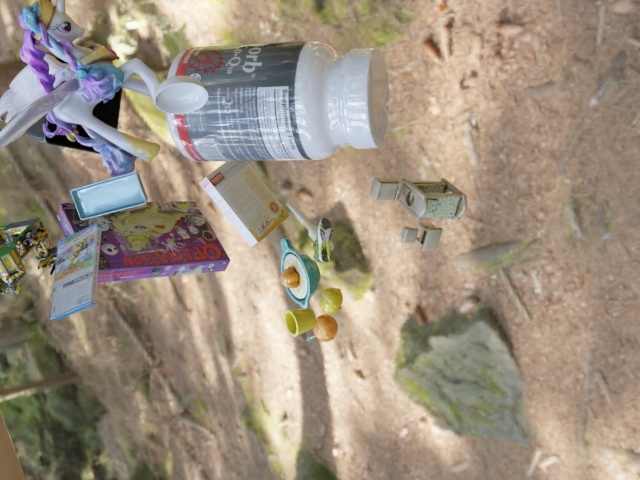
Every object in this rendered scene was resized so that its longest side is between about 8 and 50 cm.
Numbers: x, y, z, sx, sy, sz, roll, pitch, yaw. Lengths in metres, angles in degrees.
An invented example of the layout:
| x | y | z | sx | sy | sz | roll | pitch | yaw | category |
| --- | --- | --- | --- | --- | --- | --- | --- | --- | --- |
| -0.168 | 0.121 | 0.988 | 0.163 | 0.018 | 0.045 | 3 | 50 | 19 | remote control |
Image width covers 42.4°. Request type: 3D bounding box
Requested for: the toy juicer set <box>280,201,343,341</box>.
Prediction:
| x | y | z | sx | sy | sz | roll | pitch | yaw | category |
| --- | --- | --- | --- | --- | --- | --- | --- | --- | --- |
| -0.034 | 0.091 | 1.926 | 0.209 | 0.090 | 0.329 | 23 | 122 | 56 | toy juicer set |

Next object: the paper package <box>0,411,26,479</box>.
| x | y | z | sx | sy | sz | roll | pitch | yaw | category |
| --- | --- | --- | --- | --- | --- | --- | --- | --- | --- |
| -0.686 | 0.357 | 1.359 | 0.325 | 0.168 | 0.309 | -31 | -76 | -72 | paper package |

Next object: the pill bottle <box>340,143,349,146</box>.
| x | y | z | sx | sy | sz | roll | pitch | yaw | category |
| --- | --- | --- | --- | --- | --- | --- | --- | --- | --- |
| -0.004 | -0.316 | 1.768 | 0.246 | 0.130 | 0.130 | 41 | 146 | 29 | pill bottle |

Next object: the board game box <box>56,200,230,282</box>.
| x | y | z | sx | sy | sz | roll | pitch | yaw | category |
| --- | --- | --- | --- | --- | --- | --- | --- | --- | --- |
| -0.396 | -0.004 | 1.870 | 0.056 | 0.347 | 0.208 | -54 | 55 | 37 | board game box |

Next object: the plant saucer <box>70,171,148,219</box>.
| x | y | z | sx | sy | sz | roll | pitch | yaw | category |
| --- | --- | --- | --- | --- | --- | --- | --- | --- | --- |
| -0.423 | -0.089 | 1.653 | 0.192 | 0.018 | 0.067 | -11 | 102 | 32 | plant saucer |

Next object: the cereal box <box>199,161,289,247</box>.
| x | y | z | sx | sy | sz | roll | pitch | yaw | category |
| --- | --- | --- | --- | --- | --- | --- | --- | --- | --- |
| -0.217 | -0.119 | 2.383 | 0.240 | 0.173 | 0.047 | 52 | 134 | -5 | cereal box |

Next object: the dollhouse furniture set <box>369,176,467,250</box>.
| x | y | z | sx | sy | sz | roll | pitch | yaw | category |
| --- | --- | --- | --- | --- | --- | --- | --- | --- | --- |
| 0.196 | -0.041 | 1.752 | 0.101 | 0.182 | 0.160 | 49 | 133 | 50 | dollhouse furniture set |

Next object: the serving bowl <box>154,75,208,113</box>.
| x | y | z | sx | sy | sz | roll | pitch | yaw | category |
| --- | --- | --- | --- | --- | --- | --- | --- | --- | --- |
| -0.217 | -0.230 | 1.274 | 0.083 | 0.083 | 0.027 | 116 | 144 | -62 | serving bowl |

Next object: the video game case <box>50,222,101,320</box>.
| x | y | z | sx | sy | sz | roll | pitch | yaw | category |
| --- | --- | --- | --- | --- | --- | --- | --- | --- | --- |
| -0.465 | 0.060 | 1.569 | 0.119 | 0.015 | 0.166 | -21 | 58 | 32 | video game case |

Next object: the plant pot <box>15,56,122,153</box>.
| x | y | z | sx | sy | sz | roll | pitch | yaw | category |
| --- | --- | --- | --- | --- | --- | --- | --- | --- | --- |
| -0.577 | -0.297 | 1.851 | 0.167 | 0.188 | 0.187 | 7 | 90 | 37 | plant pot |

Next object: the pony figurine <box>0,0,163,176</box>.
| x | y | z | sx | sy | sz | roll | pitch | yaw | category |
| --- | --- | --- | --- | --- | --- | --- | --- | --- | --- |
| -0.479 | -0.277 | 1.600 | 0.363 | 0.351 | 0.302 | 35 | -160 | -31 | pony figurine |

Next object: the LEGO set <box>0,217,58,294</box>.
| x | y | z | sx | sy | sz | roll | pitch | yaw | category |
| --- | --- | --- | --- | --- | --- | --- | --- | --- | --- |
| -0.813 | 0.084 | 2.106 | 0.255 | 0.331 | 0.192 | -78 | -28 | -59 | LEGO set |

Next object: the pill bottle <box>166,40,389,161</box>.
| x | y | z | sx | sy | sz | roll | pitch | yaw | category |
| --- | --- | --- | --- | --- | --- | --- | --- | --- | --- |
| -0.072 | -0.247 | 1.468 | 0.210 | 0.363 | 0.210 | 1 | -90 | -73 | pill bottle |

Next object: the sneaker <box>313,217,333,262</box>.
| x | y | z | sx | sy | sz | roll | pitch | yaw | category |
| --- | --- | --- | --- | --- | --- | --- | --- | --- | --- |
| 0.000 | 0.000 | 1.502 | 0.035 | 0.031 | 0.083 | -12 | 70 | 52 | sneaker |
